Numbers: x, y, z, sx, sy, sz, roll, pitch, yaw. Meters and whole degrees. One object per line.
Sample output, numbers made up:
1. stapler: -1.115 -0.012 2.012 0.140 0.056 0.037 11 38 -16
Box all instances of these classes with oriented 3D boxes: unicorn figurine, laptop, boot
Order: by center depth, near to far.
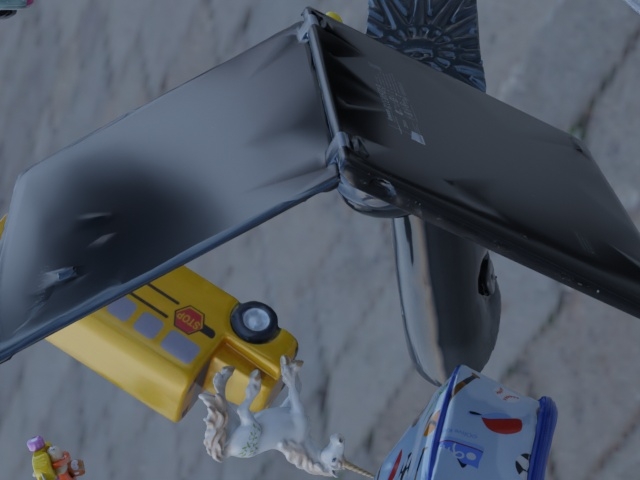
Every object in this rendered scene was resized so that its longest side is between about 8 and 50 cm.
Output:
1. laptop: 0.000 0.000 1.381 0.236 0.408 0.382 -61 14 18
2. unicorn figurine: -0.036 0.161 1.690 0.060 0.162 0.111 -162 69 -68
3. boot: 0.104 -0.014 1.953 0.367 0.146 0.445 -72 -16 -45

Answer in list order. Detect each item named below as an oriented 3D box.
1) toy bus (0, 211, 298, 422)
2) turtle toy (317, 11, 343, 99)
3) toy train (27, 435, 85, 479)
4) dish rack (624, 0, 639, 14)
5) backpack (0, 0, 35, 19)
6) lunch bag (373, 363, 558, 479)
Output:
1. toy bus: -0.192 0.078 2.005 0.130 0.333 0.108 -53 -9 -34
2. turtle toy: 0.021 -0.191 2.175 0.095 0.130 0.066 -49 -17 -7
3. toy train: -0.283 0.283 2.136 0.166 0.046 0.125 -106 -4 -45
4. dish rack: 0.336 -0.303 1.622 0.072 0.333 0.285 -18 43 54
5. backpack: -0.363 -0.274 1.663 0.253 0.225 0.191 31 117 53
6. lunch bag: 0.085 0.267 1.515 0.243 0.115 0.303 -73 5 -53
